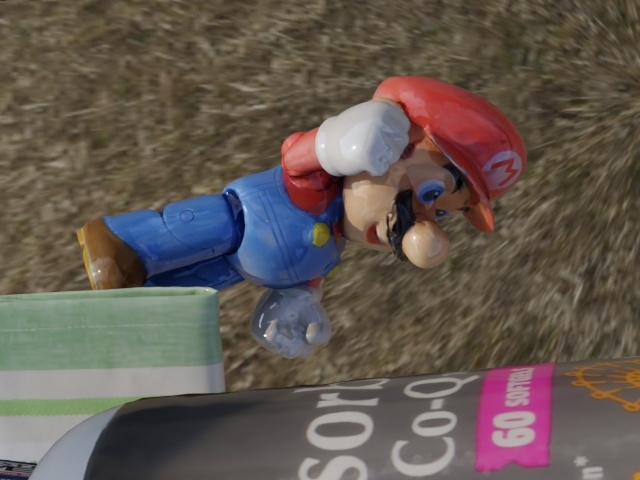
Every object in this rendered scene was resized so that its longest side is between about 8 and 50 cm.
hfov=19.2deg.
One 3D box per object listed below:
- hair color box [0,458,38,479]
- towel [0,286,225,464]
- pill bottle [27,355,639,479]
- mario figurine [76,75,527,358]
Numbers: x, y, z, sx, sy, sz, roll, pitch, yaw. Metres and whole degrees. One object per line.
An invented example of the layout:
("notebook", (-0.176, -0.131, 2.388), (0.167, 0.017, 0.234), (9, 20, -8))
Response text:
("hair color box", (-0.147, 0.231, 0.973), (0.105, 0.347, 0.173), (9, 93, -16))
("towel", (-0.183, 0.186, 1.329), (0.248, 0.038, 0.324), (-1, 111, 4))
("pill bottle", (0.007, 0.120, 0.517), (0.278, 0.162, 0.162), (-6, 93, 10))
("mario figurine", (0.000, 0.000, 1.341), (0.321, 0.198, 0.170), (-23, 96, 1))
